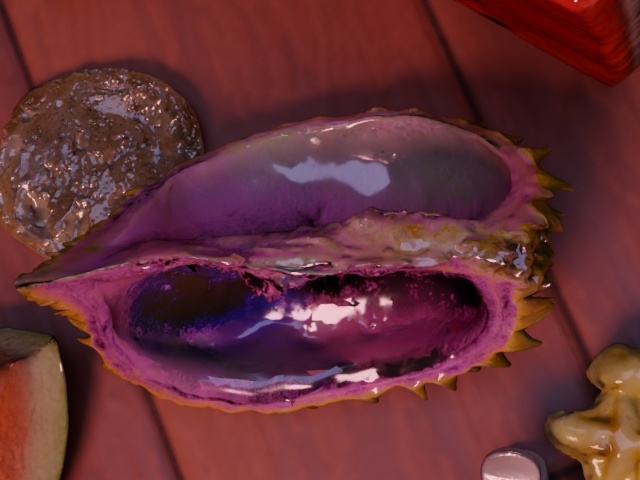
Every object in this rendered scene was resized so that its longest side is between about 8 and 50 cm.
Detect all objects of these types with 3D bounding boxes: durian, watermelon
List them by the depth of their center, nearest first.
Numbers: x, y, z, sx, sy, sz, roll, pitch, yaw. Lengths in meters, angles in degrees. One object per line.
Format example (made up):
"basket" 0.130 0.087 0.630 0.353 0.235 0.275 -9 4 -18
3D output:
"durian" 0.003 0.001 0.685 0.261 0.153 0.186 8 61 13
"watermelon" -0.224 0.121 0.720 0.145 0.137 0.193 -32 75 -33

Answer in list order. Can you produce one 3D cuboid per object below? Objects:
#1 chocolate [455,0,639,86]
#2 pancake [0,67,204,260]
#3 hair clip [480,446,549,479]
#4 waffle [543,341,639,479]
"chocolate" 0.052 -0.225 0.603 0.341 0.360 0.161 32 100 13
"pancake" -0.138 -0.044 0.763 0.140 0.022 0.139 -1 80 8
"hair clip" 0.106 0.221 0.672 0.034 0.072 0.226 0 90 15
"waffle" 0.260 0.141 0.654 0.250 0.056 0.261 -37 82 1
